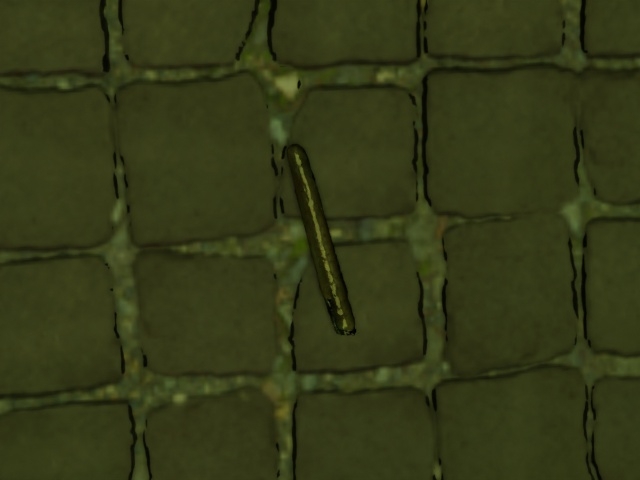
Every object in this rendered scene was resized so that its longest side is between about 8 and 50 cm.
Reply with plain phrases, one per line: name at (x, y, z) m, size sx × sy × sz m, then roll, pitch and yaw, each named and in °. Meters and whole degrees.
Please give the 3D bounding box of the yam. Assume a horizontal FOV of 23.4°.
yam at (0.000, 0.000, 0.827) m, size 0.014 × 0.014 × 0.107 m, roll -16°, pitch 97°, yaw -4°
